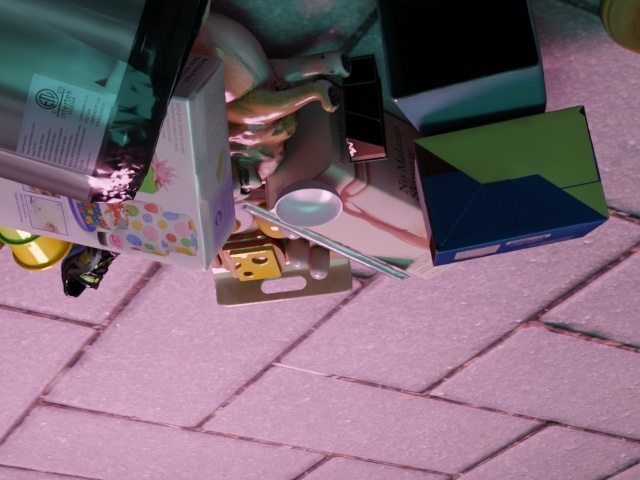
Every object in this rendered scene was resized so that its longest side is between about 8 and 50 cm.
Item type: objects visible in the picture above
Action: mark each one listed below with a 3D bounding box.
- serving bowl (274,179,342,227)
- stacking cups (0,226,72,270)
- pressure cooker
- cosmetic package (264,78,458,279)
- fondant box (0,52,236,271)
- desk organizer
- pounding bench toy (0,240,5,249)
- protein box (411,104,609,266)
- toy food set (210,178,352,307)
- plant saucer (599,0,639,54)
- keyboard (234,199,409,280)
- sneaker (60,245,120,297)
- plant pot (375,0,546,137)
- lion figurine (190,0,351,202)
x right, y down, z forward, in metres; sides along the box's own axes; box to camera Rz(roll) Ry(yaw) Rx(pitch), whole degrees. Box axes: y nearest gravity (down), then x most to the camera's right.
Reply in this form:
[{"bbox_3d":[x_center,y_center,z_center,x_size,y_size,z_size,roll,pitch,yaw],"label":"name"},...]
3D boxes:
[{"bbox_3d":[-0.015,-0.050,1.483,0.083,0.027,0.083,-3,147,-2],"label":"serving bowl"},{"bbox_3d":[-0.437,-0.074,1.621,0.096,0.096,0.316,-9,147,10],"label":"stacking cups"},{"bbox_3d":[-0.311,-0.253,1.068,0.420,0.369,0.375,16,-175,-10],"label":"pressure cooker"},{"bbox_3d":[0.077,-0.075,1.618,0.296,0.153,0.129,22,139,-36],"label":"cosmetic package"},{"bbox_3d":[-0.271,-0.113,1.407,0.330,0.096,0.238,13,130,17],"label":"fondant box"},{"bbox_3d":[0.053,-0.163,1.493,0.047,0.130,0.050,-7,146,7],"label":"desk organizer"},{"bbox_3d":[-0.493,-0.015,1.757,0.052,0.083,0.065,-21,112,22],"label":"pounding bench toy"},{"bbox_3d":[0.219,-0.059,1.444,0.200,0.136,0.201,-11,174,3],"label":"protein box"},{"bbox_3d":[-0.080,0.008,1.787,0.220,0.092,0.306,-7,147,6],"label":"toy food set"},{"bbox_3d":[0.434,-0.279,1.431,0.200,0.037,0.200,-2,147,-1],"label":"plant saucer"},{"bbox_3d":[0.000,0.000,1.651,0.256,0.014,0.072,25,178,-15],"label":"keyboard"},{"bbox_3d":[-0.333,0.030,1.813,0.067,0.078,0.188,19,141,-31],"label":"sneaker"},{"bbox_3d":[0.178,-0.208,1.410,0.166,0.165,0.234,-12,159,14],"label":"plant pot"},{"bbox_3d":[-0.121,-0.217,1.417,0.240,0.142,0.392,-10,134,25],"label":"lion figurine"}]
